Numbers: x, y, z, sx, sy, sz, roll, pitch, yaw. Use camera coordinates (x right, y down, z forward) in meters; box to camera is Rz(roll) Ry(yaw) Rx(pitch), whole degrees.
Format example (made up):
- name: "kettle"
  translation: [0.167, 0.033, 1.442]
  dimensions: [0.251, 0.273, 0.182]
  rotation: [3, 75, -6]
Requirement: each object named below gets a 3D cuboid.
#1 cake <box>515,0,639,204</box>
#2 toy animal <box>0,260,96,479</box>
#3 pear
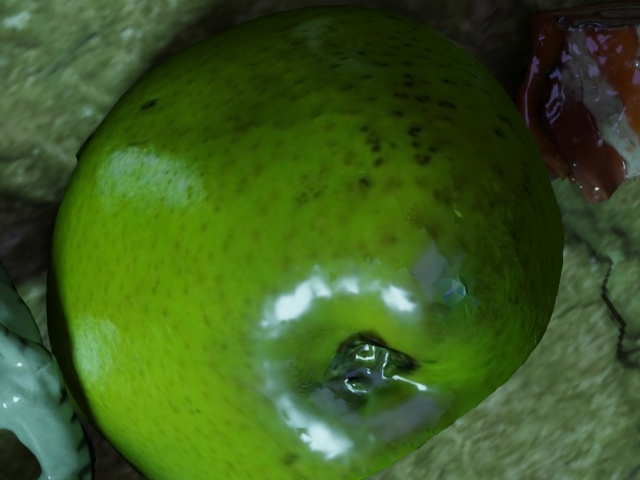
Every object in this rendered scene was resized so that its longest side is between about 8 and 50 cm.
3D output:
- name: "cake"
  translation: [0.253, -0.140, 1.208]
  dimensions: [0.287, 0.098, 0.135]
  rotation: [-29, 107, -13]
- name: "toy animal"
  translation: [-0.200, 0.070, 1.038]
  dimensions: [0.073, 0.217, 0.176]
  rotation: [-32, 144, 3]
- name: "pear"
  translation: [0.000, 0.000, 1.027]
  dimensions: [0.342, 0.318, 0.238]
  rotation: [-39, 114, -13]
